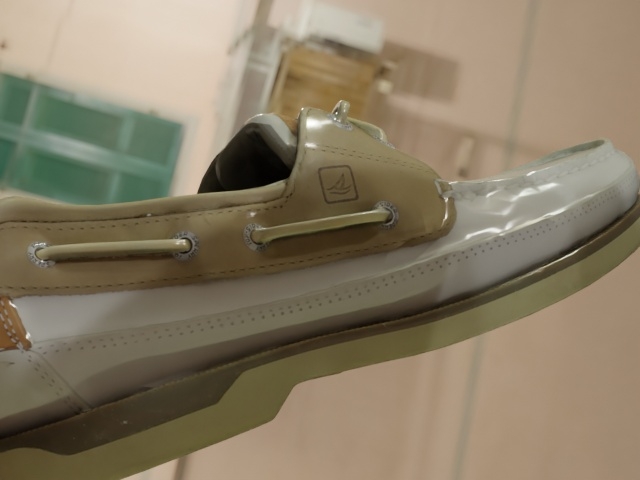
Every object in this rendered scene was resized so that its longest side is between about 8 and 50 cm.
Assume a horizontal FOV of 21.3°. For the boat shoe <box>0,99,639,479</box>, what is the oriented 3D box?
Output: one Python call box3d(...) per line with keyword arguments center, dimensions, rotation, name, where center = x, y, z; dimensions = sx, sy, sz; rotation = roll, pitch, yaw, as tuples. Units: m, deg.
box3d(center=(0.000, 0.000, 0.632), dimensions=(0.113, 0.302, 0.103), rotation=(-19, -90, 57), name="boat shoe")
